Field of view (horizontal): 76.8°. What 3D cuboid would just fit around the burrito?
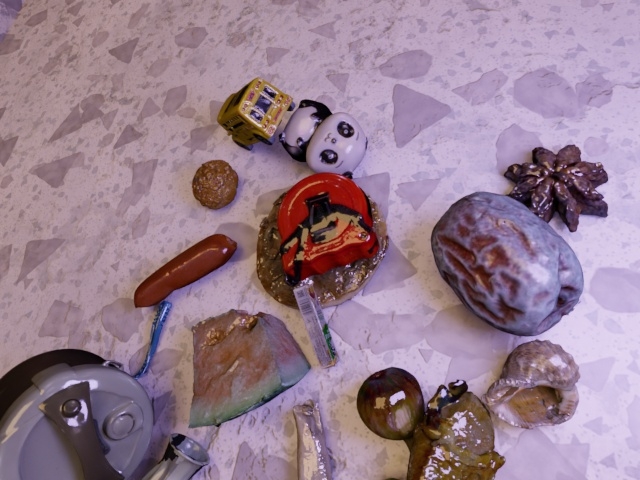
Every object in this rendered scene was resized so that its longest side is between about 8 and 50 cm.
[{"bbox_3d":[-0.020,0.475,0.898,0.087,0.060,0.225,-13,65,8],"label":"burrito"}]

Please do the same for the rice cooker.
[{"bbox_3d":[-0.583,0.434,0.930,0.326,0.335,0.334,1,66,44],"label":"rice cooker"}]

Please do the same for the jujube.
[{"bbox_3d":[0.368,0.042,0.847,0.216,0.246,0.308,-27,45,-14],"label":"jujube"}]

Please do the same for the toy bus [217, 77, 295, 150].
[{"bbox_3d":[-0.207,-0.374,1.207,0.145,0.151,0.331,-63,27,-5],"label":"toy bus"}]

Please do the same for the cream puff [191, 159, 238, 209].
[{"bbox_3d":[-0.332,-0.180,1.261,0.150,0.115,0.165,-21,63,14],"label":"cream puff"}]

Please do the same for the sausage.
[{"bbox_3d":[-0.399,0.087,1.174,0.349,0.097,0.093,-31,104,3],"label":"sausage"}]

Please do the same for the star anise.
[{"bbox_3d":[0.553,-0.131,0.943,0.223,0.109,0.235,-34,59,-2],"label":"star anise"}]

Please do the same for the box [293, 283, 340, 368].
[{"bbox_3d":[-0.011,0.206,0.983,0.041,0.050,0.206,-23,82,13],"label":"box"}]

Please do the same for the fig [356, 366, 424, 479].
[{"bbox_3d":[0.167,0.396,0.845,0.150,0.149,0.245,-22,84,9],"label":"fig"}]

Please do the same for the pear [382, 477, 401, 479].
[{"bbox_3d":[0.141,0.542,0.789,0.141,0.104,0.140,4,72,-13],"label":"pear"}]

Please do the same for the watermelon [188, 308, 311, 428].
[{"bbox_3d":[-0.175,0.310,0.992,0.265,0.151,0.301,-28,44,9],"label":"watermelon"}]

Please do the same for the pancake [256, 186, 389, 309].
[{"bbox_3d":[-0.001,0.000,1.091,0.383,0.071,0.381,-6,70,16],"label":"pancake"}]

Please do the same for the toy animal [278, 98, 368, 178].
[{"bbox_3d":[0.019,-0.282,1.154,0.235,0.165,0.187,37,98,28],"label":"toy animal"}]

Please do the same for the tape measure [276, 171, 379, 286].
[{"bbox_3d":[0.006,-0.040,1.001,0.254,0.114,0.260,-19,67,11],"label":"tape measure"}]

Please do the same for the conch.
[{"bbox_3d":[0.417,0.285,0.784,0.207,0.130,0.155,-26,64,-14],"label":"conch"}]

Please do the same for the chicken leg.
[{"bbox_3d":[0.224,0.453,0.744,0.140,0.211,0.361,-24,26,55],"label":"chicken leg"}]

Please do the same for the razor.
[{"bbox_3d":[-0.486,0.295,1.151,0.082,0.042,0.252,-10,58,51],"label":"razor"}]

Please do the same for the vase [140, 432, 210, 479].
[{"bbox_3d":[-0.409,0.636,0.920,0.165,0.165,0.360,28,74,27],"label":"vase"}]
